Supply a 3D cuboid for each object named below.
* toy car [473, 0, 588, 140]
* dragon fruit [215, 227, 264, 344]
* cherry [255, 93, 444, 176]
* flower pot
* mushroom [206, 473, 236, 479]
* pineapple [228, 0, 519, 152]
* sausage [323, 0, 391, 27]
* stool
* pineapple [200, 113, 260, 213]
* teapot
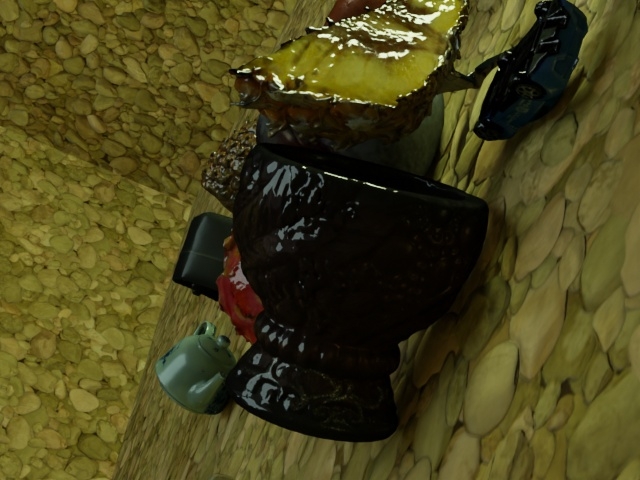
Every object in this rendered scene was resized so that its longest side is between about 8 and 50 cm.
[{"bbox_3d":[0.215,-0.165,1.118,0.216,0.063,0.103,118,173,-74],"label":"toy car"},{"bbox_3d":[-0.010,0.047,1.405,0.268,0.205,0.210,-30,-39,-46],"label":"dragon fruit"},{"bbox_3d":[0.042,-0.155,1.448,0.255,0.218,0.296,-15,37,50],"label":"cherry"},{"bbox_3d":[0.022,0.055,1.151,0.266,0.266,0.267,-124,47,-76],"label":"flower pot"},{"bbox_3d":[-0.208,0.501,1.577,0.154,0.137,0.407,-96,26,-42],"label":"mushroom"},{"bbox_3d":[0.076,-0.162,1.232,0.334,0.158,0.161,-30,-38,-30],"label":"pineapple"},{"bbox_3d":[0.059,-0.406,2.111,0.113,0.113,0.259,-82,19,-50],"label":"sausage"},{"bbox_3d":[-0.142,0.048,1.916,0.232,0.232,0.141,165,125,-75],"label":"stool"},{"bbox_3d":[-0.069,-0.190,2.131,0.362,0.202,0.202,-48,19,22],"label":"pineapple"},{"bbox_3d":[-0.221,0.238,2.086,0.159,0.159,0.232,-63,21,18],"label":"teapot"}]
